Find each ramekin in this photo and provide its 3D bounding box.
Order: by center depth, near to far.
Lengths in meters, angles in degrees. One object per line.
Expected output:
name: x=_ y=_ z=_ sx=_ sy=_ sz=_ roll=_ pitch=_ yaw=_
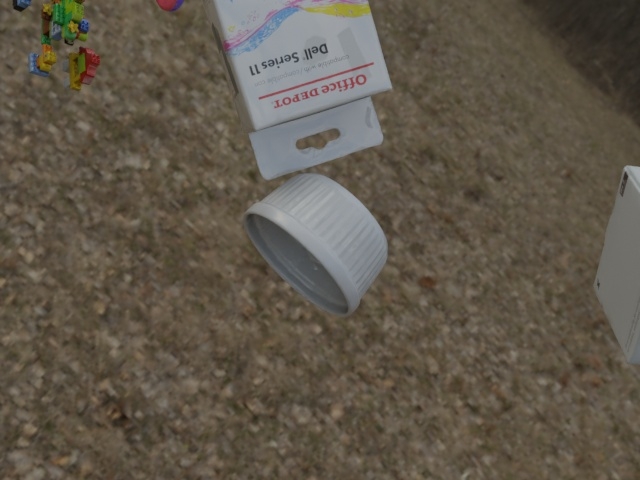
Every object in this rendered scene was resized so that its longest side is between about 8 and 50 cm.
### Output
ramekin: x=0.000 y=0.000 z=1.301 sx=0.207 sy=0.109 sz=0.207 roll=40 pitch=-18 yaw=16

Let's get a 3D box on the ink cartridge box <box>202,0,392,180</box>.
ink cartridge box: x=-0.034 y=-0.275 z=1.257 sx=0.119 sy=0.207 sz=0.354 roll=-158 pitch=-130 yaw=-77

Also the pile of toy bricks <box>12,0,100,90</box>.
pile of toy bricks: x=-0.403 y=-0.355 z=1.442 sx=0.118 sy=0.105 sz=0.212 roll=11 pitch=67 yaw=-49

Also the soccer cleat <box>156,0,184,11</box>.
soccer cleat: x=-0.228 y=-0.471 z=1.454 sx=0.095 sy=0.083 sz=0.248 roll=8 pitch=64 yaw=-44

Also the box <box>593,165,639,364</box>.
box: x=0.420 y=0.031 z=1.094 sx=0.119 sy=0.181 sz=0.182 roll=5 pitch=29 yaw=-1
